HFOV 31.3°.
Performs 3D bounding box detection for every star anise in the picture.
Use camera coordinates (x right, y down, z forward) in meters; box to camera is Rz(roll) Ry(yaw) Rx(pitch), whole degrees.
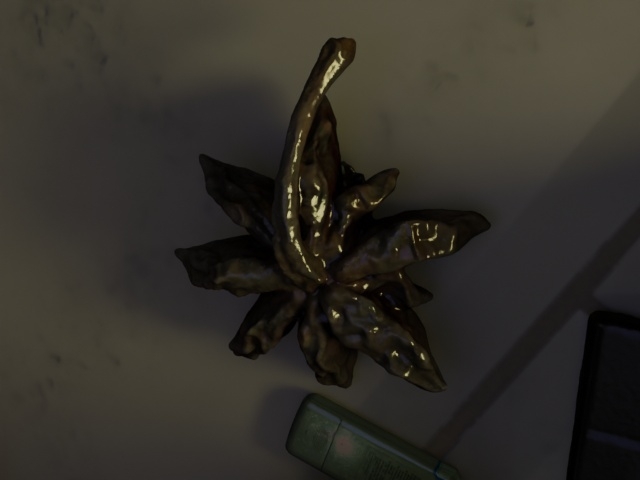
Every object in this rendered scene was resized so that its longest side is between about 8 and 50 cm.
[{"bbox_3d":[0.000,-0.001,0.731,0.209,0.089,0.231,-19,106,18],"label":"star anise"}]

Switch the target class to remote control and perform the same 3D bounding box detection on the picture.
[{"bbox_3d":[0.035,0.153,0.791,0.124,0.018,0.053,26,112,16],"label":"remote control"},{"bbox_3d":[0.184,0.165,0.728,0.063,0.025,0.245,11,106,25],"label":"remote control"}]
